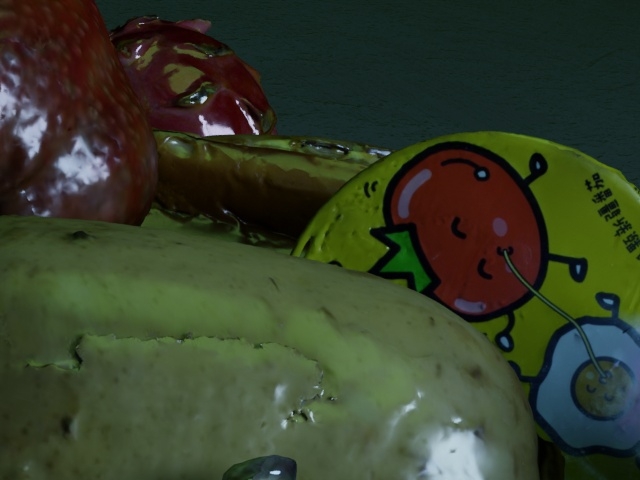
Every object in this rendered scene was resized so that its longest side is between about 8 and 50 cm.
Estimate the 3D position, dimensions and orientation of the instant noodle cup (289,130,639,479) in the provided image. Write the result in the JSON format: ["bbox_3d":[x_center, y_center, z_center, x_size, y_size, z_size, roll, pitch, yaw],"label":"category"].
[{"bbox_3d":[0.076,0.034,0.845,0.182,0.182,0.144,13,10,3],"label":"instant noodle cup"}]

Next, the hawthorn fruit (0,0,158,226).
[{"bbox_3d":[-0.185,-0.060,0.901,0.205,0.205,0.253,6,29,-18],"label":"hawthorn fruit"}]

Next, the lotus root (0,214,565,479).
[{"bbox_3d":[-0.060,0.077,0.633,0.284,0.160,0.146,9,-21,-11],"label":"lotus root"}]

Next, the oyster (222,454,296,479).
[{"bbox_3d":[0.028,0.148,0.546,0.163,0.191,0.081,-12,-15,-39],"label":"oyster"}]

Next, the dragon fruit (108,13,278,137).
[{"bbox_3d":[-0.083,-0.056,1.090,0.166,0.136,0.133,39,1,31],"label":"dragon fruit"}]

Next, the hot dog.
[{"bbox_3d":[0.000,0.000,0.991,0.269,0.115,0.072,13,-6,-5],"label":"hot dog"}]
